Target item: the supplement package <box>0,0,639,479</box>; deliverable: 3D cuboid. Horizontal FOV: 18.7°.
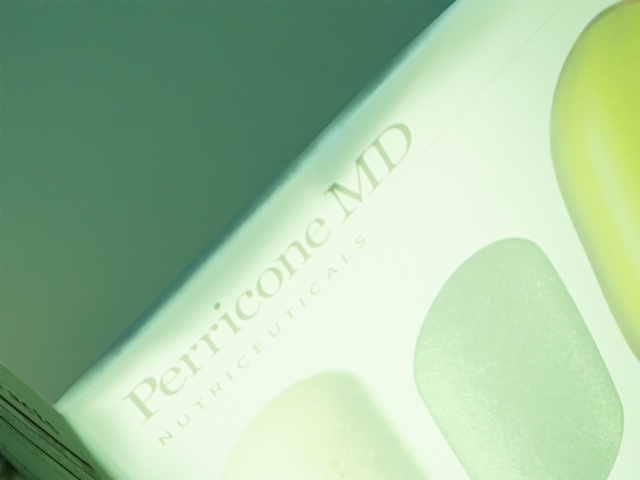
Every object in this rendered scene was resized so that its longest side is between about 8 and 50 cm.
[{"bbox_3d":[0.000,0.000,0.534,0.199,0.198,0.262,-47,138,-13],"label":"supplement package"}]
